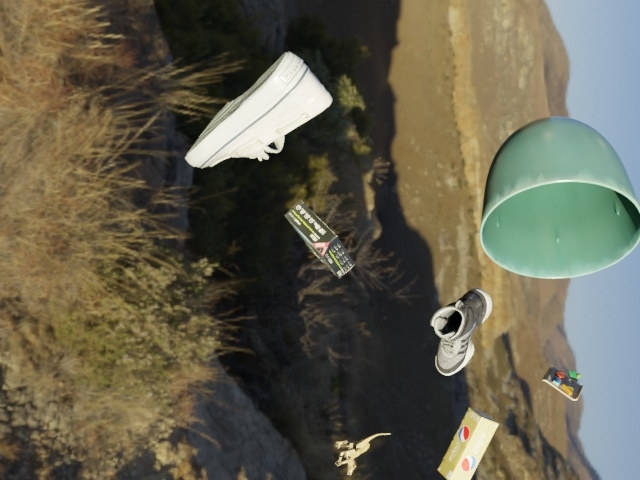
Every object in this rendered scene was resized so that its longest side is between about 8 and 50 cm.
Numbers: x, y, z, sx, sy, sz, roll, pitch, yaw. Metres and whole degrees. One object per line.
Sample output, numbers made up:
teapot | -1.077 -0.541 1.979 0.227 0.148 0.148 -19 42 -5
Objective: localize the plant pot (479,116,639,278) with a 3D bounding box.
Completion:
plant pot | 0.463 -0.103 1.302 0.293 0.293 0.235 67 25 -48

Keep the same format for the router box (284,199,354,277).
router box | 0.000 0.000 1.057 0.092 0.038 0.122 46 -5 29

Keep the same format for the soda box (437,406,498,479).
soda box | 0.368 0.514 1.634 0.181 0.061 0.058 -63 -156 2

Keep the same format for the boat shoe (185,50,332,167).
boat shoe | -0.076 -0.123 0.745 0.076 0.226 0.083 40 55 -19

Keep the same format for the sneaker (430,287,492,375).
sneaker | 0.338 0.248 1.707 0.153 0.101 0.268 -9 126 -46

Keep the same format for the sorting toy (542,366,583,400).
sorting toy | 0.412 0.233 1.104 0.083 0.062 0.012 -24 140 -55

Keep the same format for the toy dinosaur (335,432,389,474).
toy dinosaur | 0.088 0.507 1.604 0.093 0.183 0.053 5 40 -35
